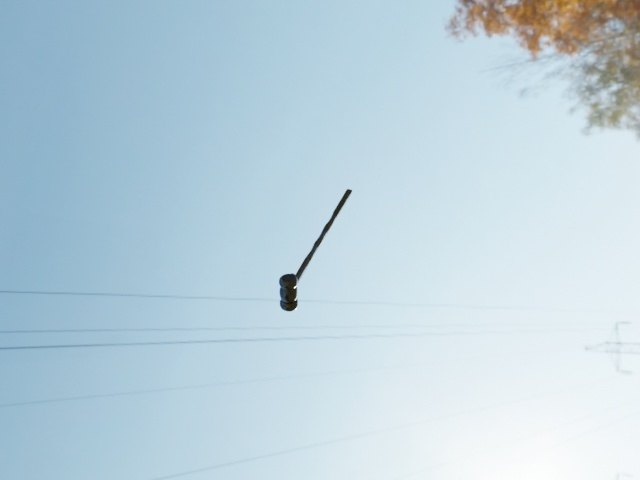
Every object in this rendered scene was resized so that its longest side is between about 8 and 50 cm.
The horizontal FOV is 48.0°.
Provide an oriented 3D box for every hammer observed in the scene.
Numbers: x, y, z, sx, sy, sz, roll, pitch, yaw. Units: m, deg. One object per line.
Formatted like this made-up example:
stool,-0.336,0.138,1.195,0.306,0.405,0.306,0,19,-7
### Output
hammer,0.000,0.000,1.160,0.292,0.029,0.058,-59,-22,-47
